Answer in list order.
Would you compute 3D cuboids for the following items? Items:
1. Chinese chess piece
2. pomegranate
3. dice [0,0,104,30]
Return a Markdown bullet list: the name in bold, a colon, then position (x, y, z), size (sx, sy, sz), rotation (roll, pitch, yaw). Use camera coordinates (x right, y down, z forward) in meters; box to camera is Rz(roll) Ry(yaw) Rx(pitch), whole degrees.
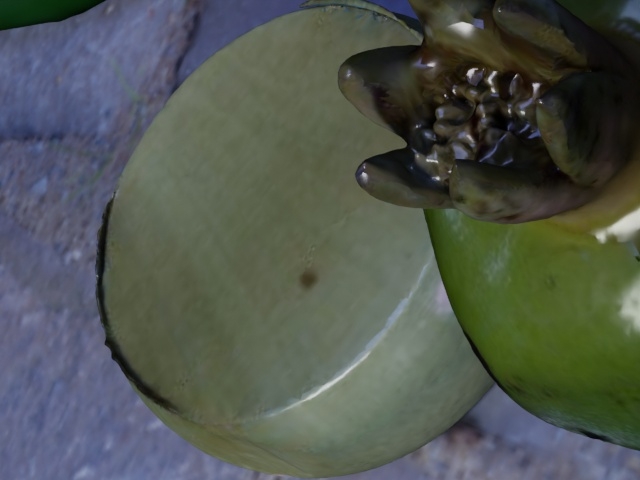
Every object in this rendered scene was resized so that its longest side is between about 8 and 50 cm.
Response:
- **Chinese chess piece**: position (0.000, 0.000, 0.676), size (0.188, 0.083, 0.188), rotation (-19, 56, 31)
- **pomegranate**: position (0.099, -0.025, 0.491), size (0.187, 0.225, 0.187), rotation (-7, 80, 39)
- **dice**: position (-0.190, -0.301, 0.855), size (0.300, 0.287, 0.297), rotation (-12, 59, 39)
